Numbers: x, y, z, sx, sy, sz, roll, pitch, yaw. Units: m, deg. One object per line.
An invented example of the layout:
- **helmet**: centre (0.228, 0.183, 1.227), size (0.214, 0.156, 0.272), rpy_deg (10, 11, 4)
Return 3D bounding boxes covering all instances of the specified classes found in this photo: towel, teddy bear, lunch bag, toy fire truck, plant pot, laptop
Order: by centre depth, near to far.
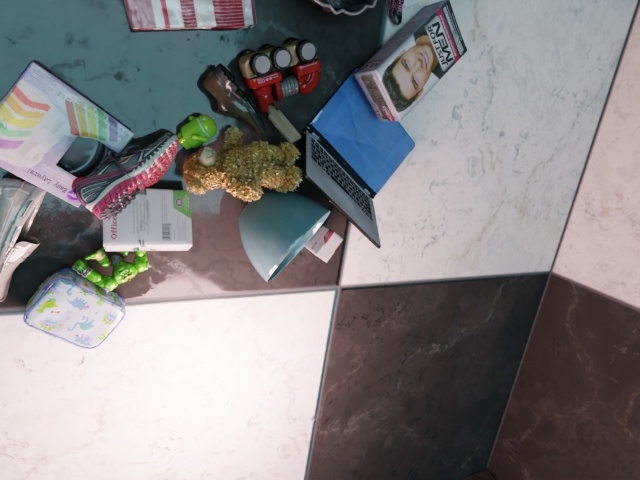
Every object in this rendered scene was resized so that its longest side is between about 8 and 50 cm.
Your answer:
- **towel**: centre (-0.332, -0.663, 1.037), size (0.328, 0.037, 0.237), rpy_deg (-15, 113, -25)
- **lunch bag**: centre (-0.676, 0.193, 1.139), size (0.176, 0.090, 0.219), rpy_deg (-49, 124, 1)
- **teddy bear**: centre (-0.213, -0.215, 1.156), size (0.337, 0.113, 0.245), rpy_deg (12, 68, -6)
- **toy fire truck**: centre (-0.095, -0.432, 1.192), size (0.216, 0.158, 0.247), rpy_deg (-25, 128, -19)
- **plant pot**: centre (-0.136, -0.045, 1.261), size (0.195, 0.290, 0.290), rpy_deg (42, 86, 2)
- **laptop**: centre (0.152, -0.266, 1.337), size (0.236, 0.408, 0.382), rpy_deg (-32, 127, 26)

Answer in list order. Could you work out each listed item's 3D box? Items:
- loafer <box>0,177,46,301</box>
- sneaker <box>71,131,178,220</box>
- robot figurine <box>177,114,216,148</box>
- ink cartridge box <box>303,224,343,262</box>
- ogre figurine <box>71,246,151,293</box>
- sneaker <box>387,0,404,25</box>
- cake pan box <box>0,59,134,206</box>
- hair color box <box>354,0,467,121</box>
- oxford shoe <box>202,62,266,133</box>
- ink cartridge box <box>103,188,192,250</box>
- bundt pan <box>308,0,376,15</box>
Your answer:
- **loafer**: centre (-0.761, 0.009, 1.014), size (0.111, 0.112, 0.320), rpy_deg (14, 101, -23)
- **sneaker**: centre (-0.476, -0.189, 1.039), size (0.112, 0.121, 0.299), rpy_deg (41, 57, -5)
- **robot figurine**: centre (-0.338, -0.302, 1.139), size (0.115, 0.101, 0.067), rpy_deg (-28, 139, 10)
- **ink cartridge box**: centre (0.000, 0.000, 1.408), size (0.056, 0.135, 0.099), rpy_deg (37, 90, -36)
- **ogre figurine**: centre (-0.565, 0.061, 1.154), size (0.197, 0.096, 0.118), rpy_deg (-43, 112, -41)
- **sneaker**: centre (0.245, -0.747, 1.302), size (0.047, 0.057, 0.120), rpy_deg (-24, 119, -21)
- **cake pan box**: centre (-0.634, -0.244, 0.998), size (0.246, 0.070, 0.267), rpy_deg (-51, 132, -1)
- **hair color box**: centre (0.300, -0.579, 1.336), size (0.374, 0.113, 0.185), rpy_deg (-47, 123, -14)
- **oxford shoe**: centre (-0.243, -0.384, 1.176), size (0.096, 0.083, 0.227), rpy_deg (-33, 127, 15)
- **ink cartridge box**: centre (-0.471, -0.055, 1.124), size (0.219, 0.092, 0.161), rpy_deg (1, 79, -28)
- **bundt pan**: centre (0.042, -0.797, 1.134), size (0.330, 0.124, 0.331), rpy_deg (-11, 114, -26)
